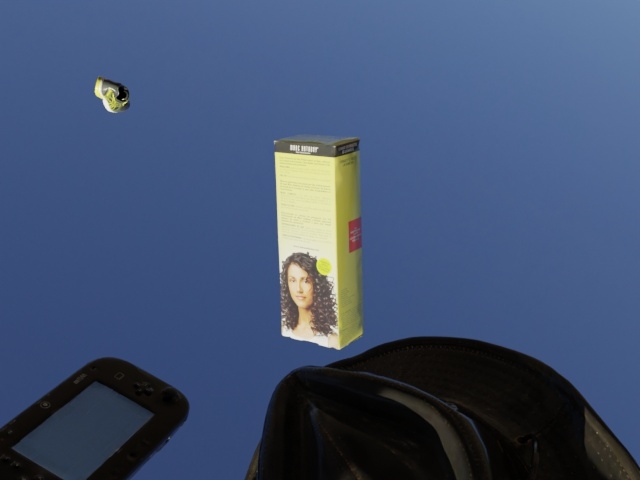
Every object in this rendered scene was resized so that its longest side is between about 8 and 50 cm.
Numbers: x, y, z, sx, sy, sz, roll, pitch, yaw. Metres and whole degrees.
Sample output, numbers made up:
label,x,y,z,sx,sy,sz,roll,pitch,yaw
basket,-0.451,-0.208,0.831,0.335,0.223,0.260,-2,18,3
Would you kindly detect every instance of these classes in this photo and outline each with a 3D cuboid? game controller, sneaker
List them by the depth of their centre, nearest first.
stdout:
label,x,y,z,sx,sy,sz,roll,pitch,yaw
sneaker,-0.259,-0.182,1.074,0.035,0.031,0.083,15,173,11
game controller,-0.306,0.256,1.092,0.166,0.067,0.319,34,-152,8

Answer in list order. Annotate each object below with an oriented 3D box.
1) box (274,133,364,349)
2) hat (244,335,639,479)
label,x,y,z,sx,sy,sz,roll,pitch,yaw
box,0.000,0.000,0.948,0.087,0.232,0.058,8,-163,35
hat,0.031,0.161,0.524,0.134,0.331,0.331,52,-161,-37
